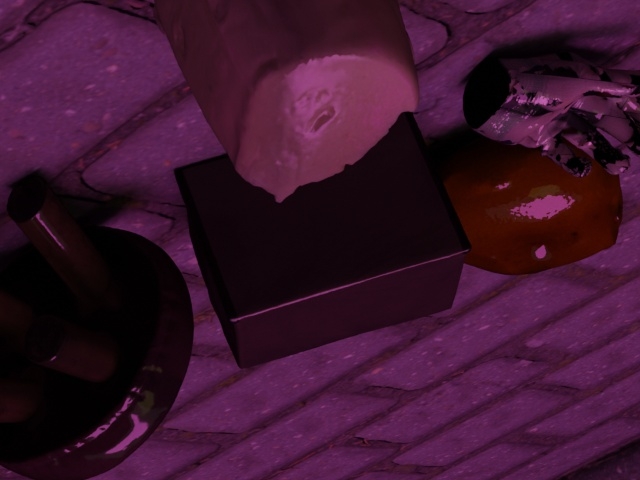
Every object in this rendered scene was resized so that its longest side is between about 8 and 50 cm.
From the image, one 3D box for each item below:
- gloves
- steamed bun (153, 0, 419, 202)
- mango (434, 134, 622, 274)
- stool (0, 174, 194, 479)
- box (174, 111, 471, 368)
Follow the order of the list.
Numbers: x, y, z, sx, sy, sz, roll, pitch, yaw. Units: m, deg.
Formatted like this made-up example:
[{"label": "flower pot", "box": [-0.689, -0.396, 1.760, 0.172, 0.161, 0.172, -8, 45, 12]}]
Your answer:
[{"label": "gloves", "box": [0.259, -0.139, 1.844, 0.212, 0.111, 0.127, 4, 116, -33]}, {"label": "steamed bun", "box": [-0.015, -0.158, 1.408, 0.170, 0.225, 0.200, -7, 153, -28]}, {"label": "mango", "box": [0.207, -0.056, 1.964, 0.236, 0.136, 0.166, -20, 144, 14]}, {"label": "stool", "box": [-0.278, 0.087, 1.750, 0.272, 0.272, 0.178, -28, 144, 20]}, {"label": "box", "box": [0.000, 0.000, 1.847, 0.252, 0.188, 0.153, -18, 158, -9]}]
